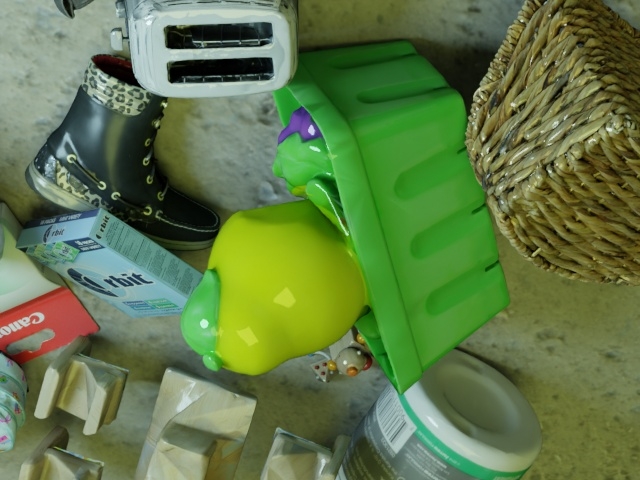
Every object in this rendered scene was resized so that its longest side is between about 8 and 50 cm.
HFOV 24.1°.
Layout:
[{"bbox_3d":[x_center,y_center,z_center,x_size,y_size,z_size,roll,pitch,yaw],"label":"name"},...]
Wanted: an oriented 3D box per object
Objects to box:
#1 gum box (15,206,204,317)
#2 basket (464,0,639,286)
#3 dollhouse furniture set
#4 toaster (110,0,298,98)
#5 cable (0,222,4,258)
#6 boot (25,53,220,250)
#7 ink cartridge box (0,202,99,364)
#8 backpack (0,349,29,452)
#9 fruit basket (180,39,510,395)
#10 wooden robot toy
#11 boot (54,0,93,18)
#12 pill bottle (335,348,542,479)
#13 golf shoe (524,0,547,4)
[{"bbox_3d":[-0.236,0.030,1.740,0.157,0.041,0.184,-6,146,48],"label":"gum box"},{"bbox_3d":[0.284,-0.103,1.614,0.213,0.223,0.299,-38,142,27],"label":"basket"},{"bbox_3d":[-0.183,0.341,1.911,0.362,0.256,0.394,19,108,4],"label":"dollhouse furniture set"},{"bbox_3d":[-0.105,-0.229,1.574,0.227,0.146,0.129,-1,125,-3],"label":"toaster"},{"bbox_3d":[-0.467,-0.028,1.620,0.257,0.257,0.089,23,116,-41],"label":"cable"},{"bbox_3d":[-0.195,-0.096,1.699,0.236,0.085,0.178,21,117,-19],"label":"boot"},{"bbox_3d":[-0.403,0.078,1.822,0.181,0.056,0.224,-23,121,12],"label":"ink cartridge box"},{"bbox_3d":[-0.451,0.207,1.854,0.182,0.115,0.152,-12,140,11],"label":"backpack"},{"bbox_3d":[0.000,0.000,1.653,0.392,0.283,0.392,-9,122,-15],"label":"fruit basket"},{"bbox_3d":[0.050,0.141,1.879,0.076,0.079,0.173,34,116,-24],"label":"wooden robot toy"},{"bbox_3d":[-0.232,-0.380,1.498,0.263,0.091,0.229,-49,135,-1],"label":"boot"},{"bbox_3d":[0.109,0.328,1.937,0.204,0.204,0.361,23,120,-18],"label":"pill bottle"},{"bbox_3d":[0.280,-0.301,1.590,0.067,0.086,0.186,21,122,-20],"label":"golf shoe"}]
